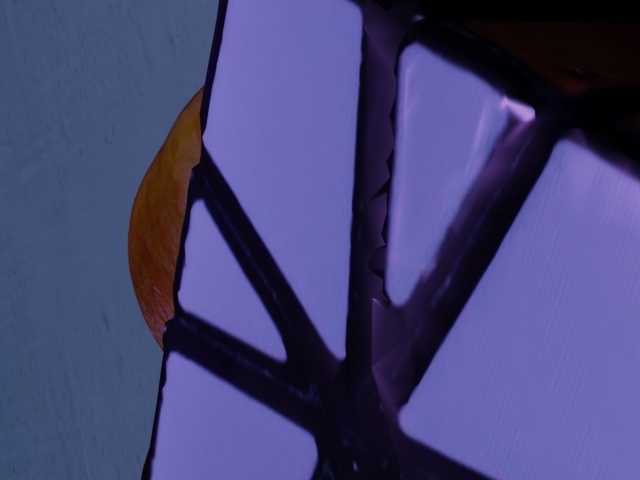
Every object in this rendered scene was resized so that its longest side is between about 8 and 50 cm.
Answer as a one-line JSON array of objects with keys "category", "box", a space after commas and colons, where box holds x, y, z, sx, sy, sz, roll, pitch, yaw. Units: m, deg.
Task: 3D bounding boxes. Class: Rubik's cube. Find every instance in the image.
[{"category": "Rubik's cube", "box": [0.127, 0.055, 0.477, 0.293, 0.283, 0.288, 43, 129, 48]}]

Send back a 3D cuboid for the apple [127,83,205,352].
[{"category": "apple", "box": [0.000, 0.000, 0.723, 0.188, 0.211, 0.211, 55, 138, 30]}]
